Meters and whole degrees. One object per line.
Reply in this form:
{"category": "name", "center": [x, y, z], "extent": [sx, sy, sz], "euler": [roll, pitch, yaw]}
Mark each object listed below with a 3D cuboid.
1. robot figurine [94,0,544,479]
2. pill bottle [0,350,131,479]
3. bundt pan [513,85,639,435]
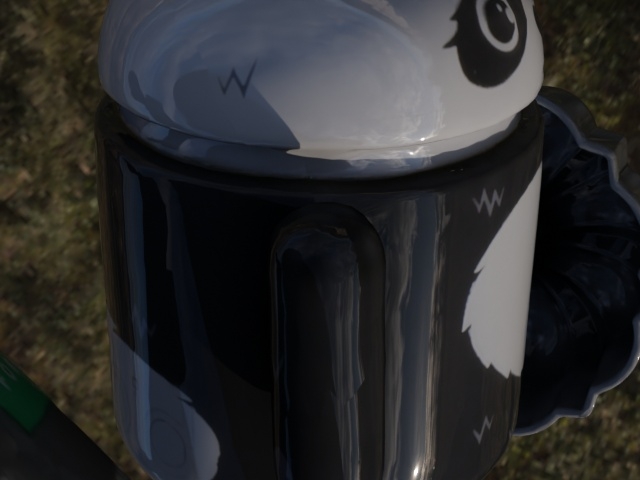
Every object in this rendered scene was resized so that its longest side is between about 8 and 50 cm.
{"category": "robot figurine", "center": [0.002, 0.001, 0.555], "extent": [0.209, 0.174, 0.278], "euler": [29, 128, 44]}
{"category": "pill bottle", "center": [-0.129, 0.128, 0.364], "extent": [0.361, 0.204, 0.204], "euler": [47, 129, -9]}
{"category": "bundt pan", "center": [0.150, -0.002, 1.230], "extent": [0.331, 0.124, 0.330], "euler": [12, 115, 27]}
